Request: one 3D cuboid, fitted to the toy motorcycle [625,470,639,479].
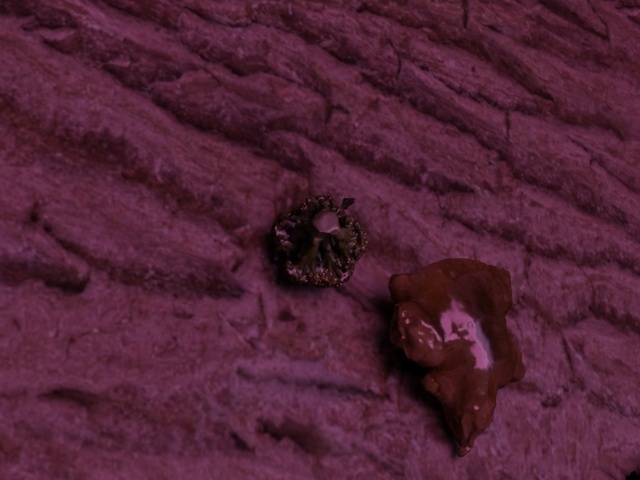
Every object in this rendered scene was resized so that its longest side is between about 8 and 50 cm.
[{"bbox_3d":[0.522,0.375,1.629,0.159,0.106,0.270,46,43,8],"label":"toy motorcycle"}]

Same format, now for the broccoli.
[{"bbox_3d":[0.000,0.000,1.511,0.131,0.120,0.130,-3,68,-7],"label":"broccoli"}]

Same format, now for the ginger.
[{"bbox_3d":[0.188,0.150,1.535,0.219,0.123,0.270,15,55,-29],"label":"ginger"}]
